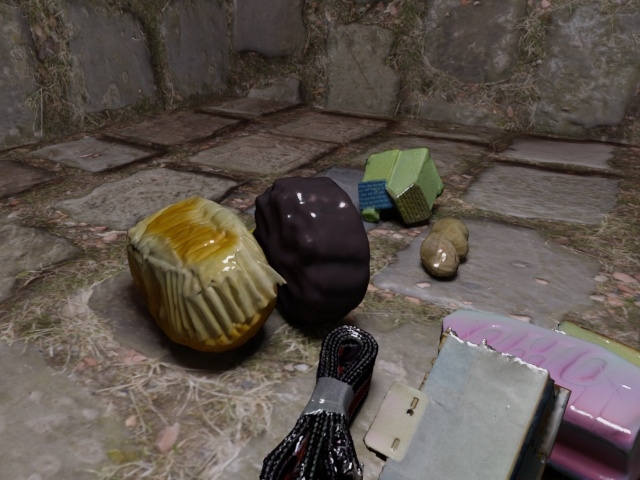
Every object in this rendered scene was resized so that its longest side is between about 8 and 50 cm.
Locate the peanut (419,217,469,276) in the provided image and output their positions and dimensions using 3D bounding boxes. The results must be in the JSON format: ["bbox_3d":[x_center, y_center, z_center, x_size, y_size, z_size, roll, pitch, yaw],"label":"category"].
[{"bbox_3d":[0.293,0.014,1.227,0.104,0.086,0.228,29,34,14],"label":"peanut"}]

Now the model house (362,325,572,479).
[{"bbox_3d":[0.163,0.263,0.608,0.178,0.206,0.271,15,67,35],"label":"model house"}]

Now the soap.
[{"bbox_3d":[0.301,0.204,0.749,0.192,0.109,0.323,-17,21,-38],"label":"soap"}]

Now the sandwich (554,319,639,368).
[{"bbox_3d":[0.465,0.221,0.789,0.094,0.096,0.258,-26,37,-32],"label":"sandwich"}]

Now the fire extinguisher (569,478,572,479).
[{"bbox_3d":[0.391,0.296,0.691,0.157,0.045,0.078,-14,7,-26],"label":"fire extinguisher"}]

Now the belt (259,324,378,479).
[{"bbox_3d":[0.014,0.247,0.726,0.126,0.094,0.359,1,24,11],"label":"belt"}]

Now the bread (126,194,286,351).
[{"bbox_3d":[-0.231,0.057,0.980,0.236,0.183,0.388,-29,31,-15],"label":"bread"}]

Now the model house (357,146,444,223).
[{"bbox_3d":[0.211,-0.126,1.465,0.214,0.195,0.189,0,46,32],"label":"model house"}]

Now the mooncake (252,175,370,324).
[{"bbox_3d":[-0.031,0.019,0.989,0.141,0.283,0.283,-12,28,-27],"label":"mooncake"}]

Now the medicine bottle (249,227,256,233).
[{"bbox_3d":[-0.142,0.007,1.247,0.308,0.076,0.111,-20,34,-38],"label":"medicine bottle"}]
